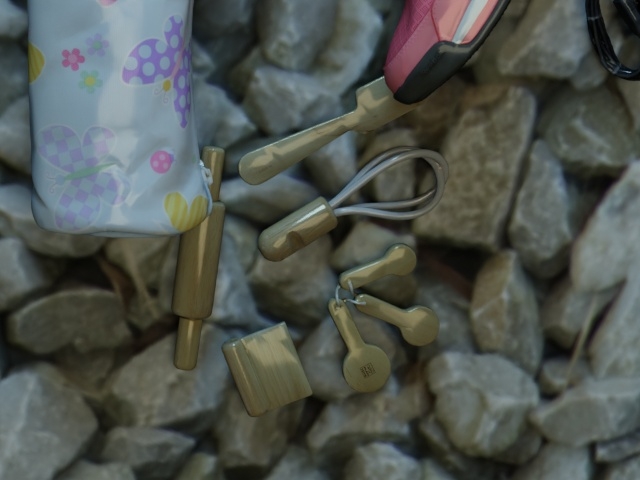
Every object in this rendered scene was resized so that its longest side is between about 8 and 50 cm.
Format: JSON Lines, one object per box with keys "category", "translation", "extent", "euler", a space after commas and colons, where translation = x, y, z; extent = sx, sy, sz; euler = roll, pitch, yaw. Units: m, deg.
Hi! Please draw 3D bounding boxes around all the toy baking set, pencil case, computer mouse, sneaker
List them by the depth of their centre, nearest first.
{"category": "pencil case", "translation": [-0.135, -0.134, 1.325], "extent": [0.124, 0.113, 0.273], "euler": [-2, 100, -4]}
{"category": "sneaker", "translation": [0.088, -0.249, 1.357], "extent": [0.136, 0.116, 0.314], "euler": [22, 89, -4]}
{"category": "toy baking set", "translation": [-0.007, 0.001, 1.418], "extent": [0.197, 0.030, 0.256], "euler": [1, 101, -13]}
{"category": "computer mouse", "translation": [0.271, -0.095, 1.430], "extent": [0.071, 0.041, 0.242], "euler": [-38, 104, 18]}
